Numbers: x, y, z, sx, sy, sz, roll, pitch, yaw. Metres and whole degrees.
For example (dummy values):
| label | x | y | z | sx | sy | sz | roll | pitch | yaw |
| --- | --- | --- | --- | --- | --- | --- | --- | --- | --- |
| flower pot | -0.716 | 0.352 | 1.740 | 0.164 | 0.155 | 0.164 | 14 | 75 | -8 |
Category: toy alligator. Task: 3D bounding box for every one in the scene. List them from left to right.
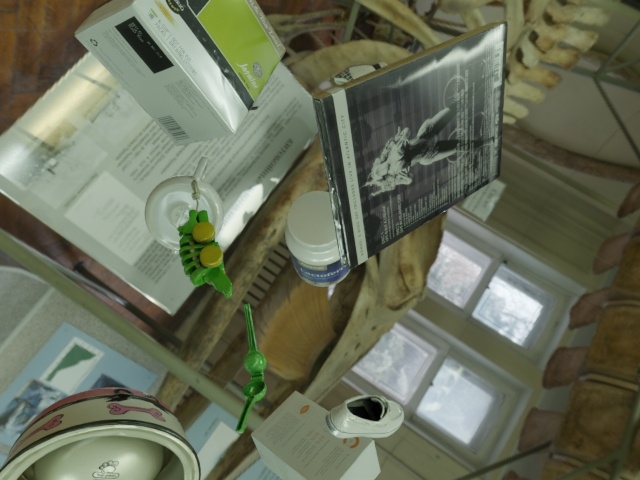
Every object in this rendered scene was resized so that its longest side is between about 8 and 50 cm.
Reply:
| label | x | y | z | sx | sy | sz | roll | pitch | yaw |
| --- | --- | --- | --- | --- | --- | --- | --- | --- | --- |
| toy alligator | -0.165 | -0.001 | 0.646 | 0.051 | 0.190 | 0.056 | -16 | 151 | -17 |

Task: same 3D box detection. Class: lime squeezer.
| label | x | y | z | sx | sy | sz | roll | pitch | yaw |
| --- | --- | --- | --- | --- | --- | --- | --- | --- | --- |
| lime squeezer | -0.171 | 0.311 | 1.165 | 0.110 | 0.059 | 0.310 | 45 | 33 | -44 |

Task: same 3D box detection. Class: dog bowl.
| label | x | y | z | sx | sy | sz | roll | pitch | yaw |
| --- | --- | --- | --- | --- | --- | --- | --- | --- | --- |
| dog bowl | -0.476 | 0.496 | 1.058 | 0.408 | 0.408 | 0.150 | -60 | -149 | 14 |

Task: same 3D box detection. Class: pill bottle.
| label | x | y | z | sx | sy | sz | roll | pitch | yaw |
| --- | --- | --- | --- | --- | --- | --- | --- | --- | --- |
| pill bottle | 0.000 | 0.000 | 1.109 | 0.153 | 0.153 | 0.265 | -54 | 165 | -15 |

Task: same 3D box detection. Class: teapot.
| label | x | y | z | sx | sy | sz | roll | pitch | yaw |
| --- | --- | --- | --- | --- | --- | --- | --- | --- | --- |
| teapot | -0.418 | -0.098 | 1.535 | 0.256 | 0.252 | 0.187 | -24 | -164 | 1 |

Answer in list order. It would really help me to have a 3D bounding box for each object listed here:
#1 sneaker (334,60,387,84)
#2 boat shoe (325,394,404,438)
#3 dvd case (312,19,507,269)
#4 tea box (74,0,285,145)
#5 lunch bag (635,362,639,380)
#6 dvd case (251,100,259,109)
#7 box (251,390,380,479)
| label | x | y | z | sx | sy | sz | roll | pitch | yaw |
| --- | --- | --- | --- | --- | --- | --- | --- | --- | --- |
| sneaker | 0.092 | -0.190 | 0.864 | 0.094 | 0.235 | 0.090 | -14 | -178 | -7 |
| boat shoe | 0.128 | 0.413 | 1.161 | 0.258 | 0.095 | 0.084 | 8 | 130 | -46 |
| dvd case | 0.096 | -0.090 | 0.456 | 0.221 | 0.018 | 0.164 | -30 | 129 | -25 |
| tea box | -0.297 | -0.457 | 1.126 | 0.329 | 0.220 | 0.323 | 53 | 49 | -39 |
| lunch bag | 0.697 | 0.182 | 0.790 | 0.169 | 0.235 | 0.287 | -59 | 155 | -57 |
| dvd case | -0.302 | -0.489 | 1.444 | 0.179 | 0.239 | 0.029 | -20 | 173 | -38 |
| box | -0.016 | 0.674 | 1.553 | 0.215 | 0.345 | 0.168 | -37 | 128 | -33 |
